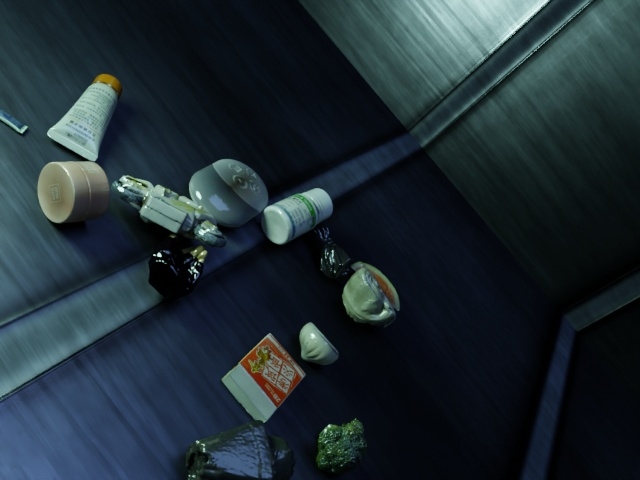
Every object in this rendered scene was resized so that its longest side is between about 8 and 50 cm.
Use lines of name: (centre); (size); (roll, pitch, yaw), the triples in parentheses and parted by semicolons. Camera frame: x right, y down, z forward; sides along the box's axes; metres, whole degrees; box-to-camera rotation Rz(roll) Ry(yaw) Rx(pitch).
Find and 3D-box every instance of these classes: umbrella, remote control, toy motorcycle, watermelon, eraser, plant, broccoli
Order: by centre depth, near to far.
plant: (-0.172, 0.500, 1.389); (0.256, 0.142, 0.164); (13, 45, -38)
broccoli: (0.059, 0.548, 1.634); (0.162, 0.145, 0.138); (5, 19, -29)
eraser: (-0.147, 0.366, 1.653); (0.157, 0.038, 0.230); (50, 31, 1)
toy motorcycle: (-0.410, -0.082, 1.711); (0.341, 0.107, 0.223); (28, 7, -9)
remote control: (-0.288, -0.155, 1.972); (0.221, 0.103, 0.332); (44, 33, 0)
umbrella: (0.000, 0.000, 2.174); (0.118, 0.118, 0.340); (-1, 48, -50)
watermelon: (0.198, 0.161, 2.245); (0.245, 0.063, 0.119); (45, 26, -2)

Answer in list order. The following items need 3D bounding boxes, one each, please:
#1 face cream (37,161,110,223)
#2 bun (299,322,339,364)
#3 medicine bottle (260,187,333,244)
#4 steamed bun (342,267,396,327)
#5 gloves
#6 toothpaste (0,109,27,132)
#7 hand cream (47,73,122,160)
face cream: (-0.604, -0.119, 1.511); (0.104, 0.149, 0.149); (-12, 65, -56)
bun: (-0.018, 0.316, 1.815); (0.138, 0.094, 0.138); (51, -4, 5)
medicine bottle: (-0.074, -0.088, 2.076); (0.237, 0.139, 0.139); (-28, 79, -41)
steamed bun: (0.152, 0.209, 2.086); (0.211, 0.144, 0.218); (58, 1, 3)
gloves: (-0.373, 0.061, 1.633); (0.164, 0.124, 0.203); (59, 14, -2)
toothpaste: (-0.825, -0.325, 1.585); (0.140, 0.021, 0.037); (36, 34, -23)
hand cream: (-0.652, -0.356, 1.768); (0.140, 0.089, 0.314); (33, 39, -21)
